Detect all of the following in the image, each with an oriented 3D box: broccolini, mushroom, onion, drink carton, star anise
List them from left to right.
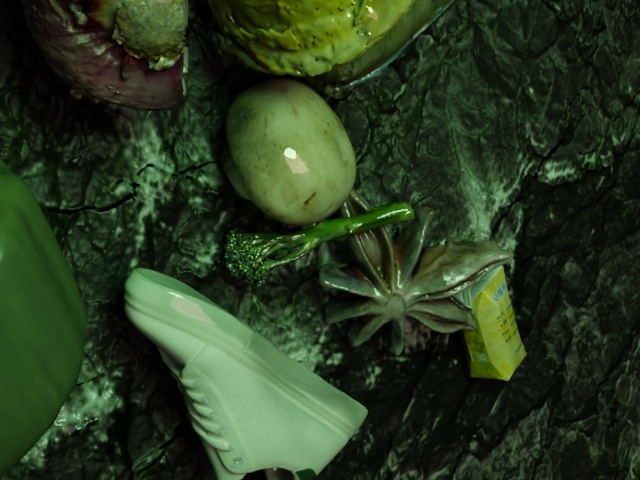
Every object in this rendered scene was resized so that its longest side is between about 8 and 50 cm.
[{"bbox_3d":[-0.187,-0.288,0.941,0.159,0.348,0.267,4,135,-9],"label":"onion"},{"bbox_3d":[-0.037,-0.092,1.117,0.166,0.127,0.166,34,42,-37],"label":"mushroom"},{"bbox_3d":[-0.001,-0.002,1.146,0.216,0.058,0.067,-14,92,3],"label":"broccolini"},{"bbox_3d":[0.101,0.043,1.261,0.258,0.110,0.198,13,117,-23],"label":"star anise"},{"bbox_3d":[0.214,0.085,1.375,0.084,0.074,0.200,-42,123,-40],"label":"drink carton"}]

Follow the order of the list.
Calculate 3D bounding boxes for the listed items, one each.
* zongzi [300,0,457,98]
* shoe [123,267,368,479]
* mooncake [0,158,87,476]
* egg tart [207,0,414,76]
[{"bbox_3d":[0.094,-0.340,1.033,0.174,0.393,0.356,41,71,6],"label":"zongzi"},{"bbox_3d":[-0.105,0.170,1.125,0.363,0.132,0.160,39,80,-39],"label":"shoe"},{"bbox_3d":[-0.363,0.070,0.791,0.351,0.351,0.187,-36,130,-26],"label":"mooncake"},{"bbox_3d":[-0.020,-0.301,0.972,0.116,0.295,0.294,7,95,-57],"label":"egg tart"}]
